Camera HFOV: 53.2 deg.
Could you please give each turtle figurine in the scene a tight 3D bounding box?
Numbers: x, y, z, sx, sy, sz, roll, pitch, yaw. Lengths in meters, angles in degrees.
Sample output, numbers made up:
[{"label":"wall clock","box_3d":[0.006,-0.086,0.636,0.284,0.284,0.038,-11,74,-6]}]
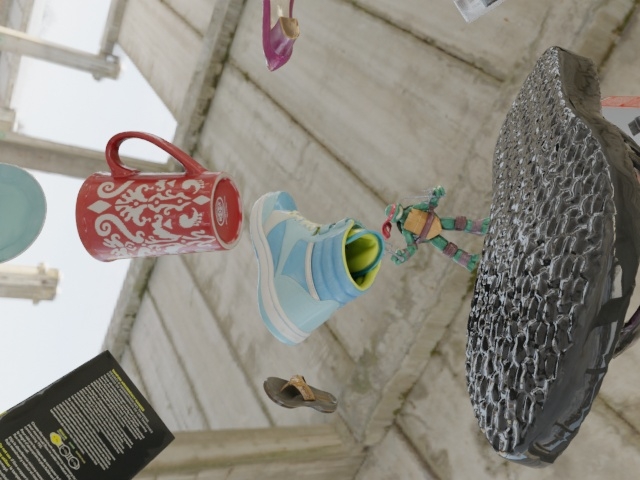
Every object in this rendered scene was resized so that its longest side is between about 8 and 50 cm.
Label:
[{"label":"turtle figurine","box_3d":[0.214,-0.031,1.290,0.118,0.234,0.175,-78,-172,-74]}]

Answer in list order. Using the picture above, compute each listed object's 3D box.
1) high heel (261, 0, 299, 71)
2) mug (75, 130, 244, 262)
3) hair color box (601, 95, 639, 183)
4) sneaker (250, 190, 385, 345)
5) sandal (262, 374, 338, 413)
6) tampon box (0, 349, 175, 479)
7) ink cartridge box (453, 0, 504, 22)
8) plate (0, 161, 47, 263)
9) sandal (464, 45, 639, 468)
[{"label":"high heel","box_3d":[-0.091,-0.468,1.293,0.117,0.082,0.244,-40,-123,55]},{"label":"mug","box_3d":[-0.190,-0.045,0.752,0.169,0.150,0.113,-1,-140,18]},{"label":"hair color box","box_3d":[0.354,-0.102,0.679,0.167,0.053,0.093,19,-55,53]},{"label":"sneaker","box_3d":[0.000,0.000,1.040,0.208,0.127,0.319,-32,-137,20]},{"label":"sandal","box_3d":[-0.039,0.352,1.493,0.060,0.219,0.090,-57,-148,17]},{"label":"tampon box","box_3d":[-0.223,0.183,0.506,0.120,0.161,0.101,-39,-92,25]},{"label":"ink cartridge box","box_3d":[0.425,-0.538,1.149,0.371,0.069,0.176,-36,-171,-6]},{"label":"plate","box_3d":[-0.560,-0.044,1.089,0.024,0.188,0.188,102,-16,-72]},{"label":"sandal","box_3d":[0.203,-0.025,0.494,0.445,0.107,0.167,-66,179,-48]}]
